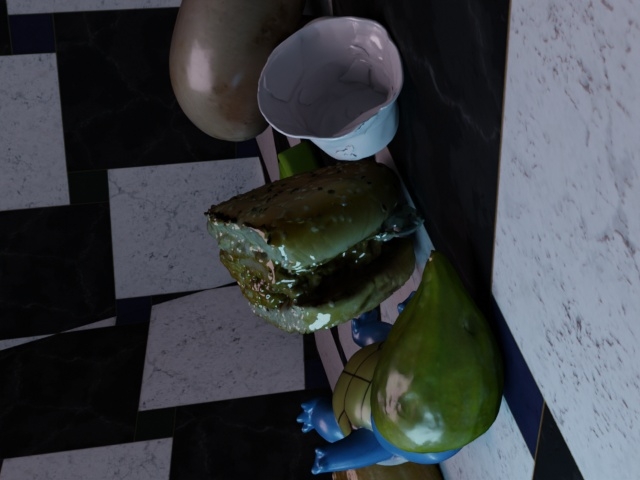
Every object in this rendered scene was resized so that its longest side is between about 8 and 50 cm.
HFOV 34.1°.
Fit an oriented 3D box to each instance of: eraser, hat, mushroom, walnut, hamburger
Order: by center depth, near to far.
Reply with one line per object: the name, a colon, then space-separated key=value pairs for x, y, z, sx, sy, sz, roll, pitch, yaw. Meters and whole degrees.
hat: x=0.030 y=-0.182 z=1.362 sx=0.126 sy=0.203 sz=0.203 roll=49 pitch=-162 yaw=-58
hamburger: x=0.000 y=0.000 z=1.519 sx=0.318 sy=0.277 sz=0.195 roll=10 pitch=122 yaw=62
mushroom: x=-0.107 y=-0.344 z=1.817 sx=0.362 sy=0.295 sz=0.362 roll=-167 pitch=90 yaw=-79
walnut: x=0.131 y=0.441 z=1.929 sx=0.203 sy=0.203 sz=0.298 roll=91 pitch=163 yaw=-70
eraser: x=-0.013 y=-0.063 z=2.336 sx=0.210 sy=0.092 sz=0.274 roll=86 pitch=165 yaw=-61

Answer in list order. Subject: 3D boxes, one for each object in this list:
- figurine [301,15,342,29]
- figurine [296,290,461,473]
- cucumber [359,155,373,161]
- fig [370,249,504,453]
figurine: x=0.023 y=-0.272 z=1.524 sx=0.250 sy=0.167 sz=0.141 roll=-48 pitch=16 yaw=55
figurine: x=0.097 y=0.248 z=1.588 sx=0.243 sy=0.298 sz=0.416 roll=38 pitch=170 yaw=8
cucumber: x=0.069 y=-0.112 z=1.700 sx=0.043 sy=0.039 sz=0.163 roll=-82 pitch=-12 yaw=-47
fig: x=0.151 y=0.148 z=1.238 sx=0.233 sy=0.167 sz=0.167 roll=-63 pitch=24 yaw=20
